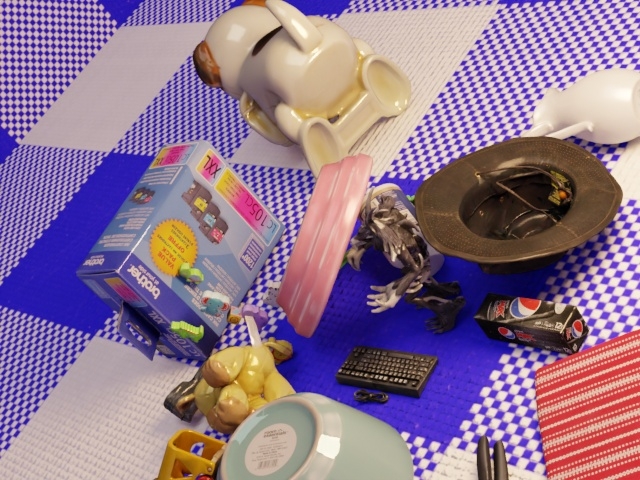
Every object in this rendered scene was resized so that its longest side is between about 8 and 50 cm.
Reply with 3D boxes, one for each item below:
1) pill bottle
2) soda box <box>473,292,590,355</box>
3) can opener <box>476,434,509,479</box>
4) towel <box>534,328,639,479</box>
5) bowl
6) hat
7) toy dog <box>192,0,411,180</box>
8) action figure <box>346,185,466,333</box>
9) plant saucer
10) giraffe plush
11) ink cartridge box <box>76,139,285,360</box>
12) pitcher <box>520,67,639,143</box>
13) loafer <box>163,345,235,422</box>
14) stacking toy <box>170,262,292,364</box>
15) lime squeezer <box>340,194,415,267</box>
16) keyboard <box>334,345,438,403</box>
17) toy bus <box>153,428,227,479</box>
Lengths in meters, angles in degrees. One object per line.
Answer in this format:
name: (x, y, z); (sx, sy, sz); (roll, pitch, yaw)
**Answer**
pill bottle: (0.142, -0.011, 2.005); (0.094, 0.094, 0.169); (-37, 58, 3)
soda box: (0.319, 0.125, 1.748); (0.169, 0.060, 0.053); (7, 54, 47)
can opener: (0.240, 0.344, 1.582); (0.073, 0.059, 0.186); (-51, 15, 32)
towel: (0.394, 0.249, 1.567); (0.199, 0.031, 0.274); (-25, 35, 22)
bowl: (-0.032, 0.352, 1.724); (0.312, 0.163, 0.311); (-24, 38, 20)
hat: (0.315, -0.028, 1.850); (0.331, 0.134, 0.331); (-5, 40, 4)
toy dog: (-0.090, -0.350, 2.394); (0.408, 0.395, 0.284); (31, 82, 45)
action figure: (0.118, 0.041, 1.838); (0.141, 0.275, 0.164); (-32, 35, 15)
plant saucer: (0.000, 0.000, 1.986); (0.332, 0.084, 0.332); (-161, 90, -89)
giraffe plush: (-0.153, 0.259, 1.963); (0.170, 0.181, 0.210); (-41, 39, 36)
ink cartridge box: (-0.275, 0.043, 2.202); (0.151, 0.270, 0.395); (-3, 48, 48)
pitcher: (0.450, -0.209, 1.946); (0.207, 0.125, 0.178); (-3, 34, 49)
loafer: (-0.204, 0.261, 2.090); (0.061, 0.062, 0.170); (41, 71, 16)
stacking toy: (-0.156, 0.125, 2.072); (0.167, 0.221, 0.052); (-93, 26, -50)
lime squeezer: (0.165, -0.029, 2.089); (0.310, 0.059, 0.109); (-15, 71, 29)
keyboard: (0.100, 0.220, 1.876); (0.180, 0.023, 0.108); (3, 52, 45)
toy bus: (-0.217, 0.397, 1.798); (0.104, 0.191, 0.202); (20, 57, 8)
